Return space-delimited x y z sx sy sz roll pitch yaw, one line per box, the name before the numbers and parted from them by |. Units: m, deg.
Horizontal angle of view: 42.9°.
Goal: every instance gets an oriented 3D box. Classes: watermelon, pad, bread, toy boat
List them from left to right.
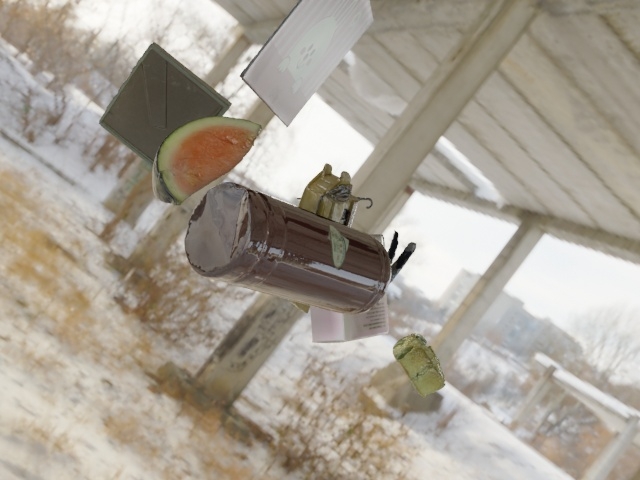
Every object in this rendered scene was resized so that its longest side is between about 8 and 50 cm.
watermelon | -0.189 -0.129 1.282 0.119 0.245 0.063 23 -48 16
pad | -0.005 -0.246 1.024 0.005 0.202 0.300 40 2 8
toy boat | 0.000 0.000 1.207 0.088 0.226 0.068 3 19 -40
bread | 0.188 0.234 1.540 0.117 0.064 0.156 62 8 12

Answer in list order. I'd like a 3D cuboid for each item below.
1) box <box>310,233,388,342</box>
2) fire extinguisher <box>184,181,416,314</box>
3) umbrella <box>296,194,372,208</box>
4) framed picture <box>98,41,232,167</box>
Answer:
box | 0.067 0.108 1.928 0.106 0.251 0.203 -6 -3 34
fire extinguisher | -0.003 0.018 1.028 0.337 0.135 0.114 21 10 -47
umbrella | 0.025 -0.070 1.338 0.149 0.022 0.022 6 -2 -33
framed picture | -0.317 -0.253 1.630 0.192 0.018 0.265 39 -47 -13
